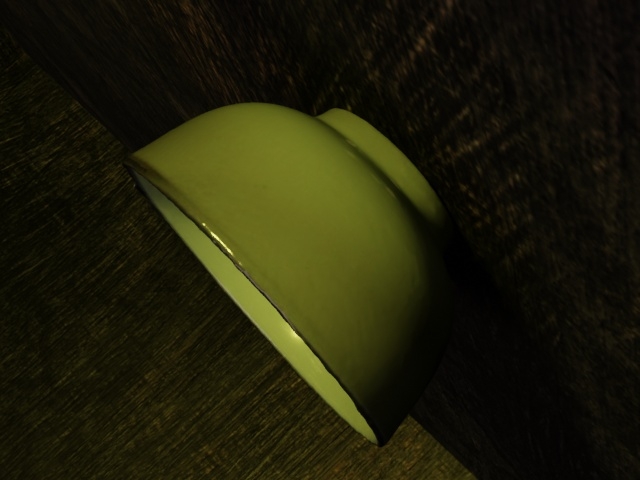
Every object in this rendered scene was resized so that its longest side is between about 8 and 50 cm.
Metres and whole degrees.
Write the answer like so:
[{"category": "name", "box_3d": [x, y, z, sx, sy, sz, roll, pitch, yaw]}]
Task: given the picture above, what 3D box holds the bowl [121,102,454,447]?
[{"category": "bowl", "box_3d": [0.000, 0.000, 0.972, 0.354, 0.185, 0.354, 46, 170, 10]}]
